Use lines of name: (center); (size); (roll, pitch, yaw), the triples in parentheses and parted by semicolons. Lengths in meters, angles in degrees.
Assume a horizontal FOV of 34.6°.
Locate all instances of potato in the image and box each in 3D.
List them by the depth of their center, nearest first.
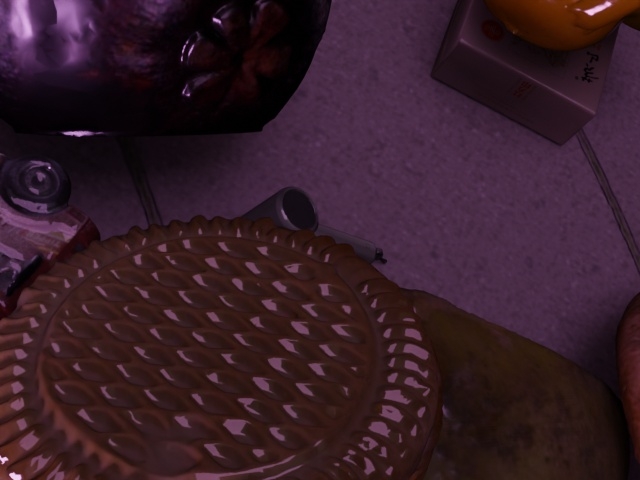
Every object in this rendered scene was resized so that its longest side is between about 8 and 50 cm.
potato: (0.116, 0.131, 0.705); (0.255, 0.112, 0.269); (1, 69, -22)

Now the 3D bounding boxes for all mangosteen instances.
mangosteen: (-0.134, -0.181, 0.680); (0.288, 0.287, 0.233); (-10, 107, -25)

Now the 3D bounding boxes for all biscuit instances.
biscuit: (-0.054, 0.076, 0.554); (0.259, 0.079, 0.259); (3, 40, -3)

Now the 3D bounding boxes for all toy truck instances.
toy truck: (-0.274, -0.037, 0.624); (0.270, 0.114, 0.135); (37, 56, -2)

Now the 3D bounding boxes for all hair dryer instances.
hair dryer: (0.000, 0.000, 0.757); (0.124, 0.063, 0.037); (18, 58, -36)

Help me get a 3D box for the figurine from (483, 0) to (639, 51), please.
figurine: (0.236, -0.258, 0.812); (0.215, 0.215, 0.228); (10, 106, -17)

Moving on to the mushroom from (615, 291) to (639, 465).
mushroom: (0.321, 0.144, 0.751); (0.278, 0.146, 0.278); (25, 48, -31)

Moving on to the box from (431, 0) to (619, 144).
box: (0.193, -0.201, 0.912); (0.141, 0.058, 0.201); (25, 60, -9)
